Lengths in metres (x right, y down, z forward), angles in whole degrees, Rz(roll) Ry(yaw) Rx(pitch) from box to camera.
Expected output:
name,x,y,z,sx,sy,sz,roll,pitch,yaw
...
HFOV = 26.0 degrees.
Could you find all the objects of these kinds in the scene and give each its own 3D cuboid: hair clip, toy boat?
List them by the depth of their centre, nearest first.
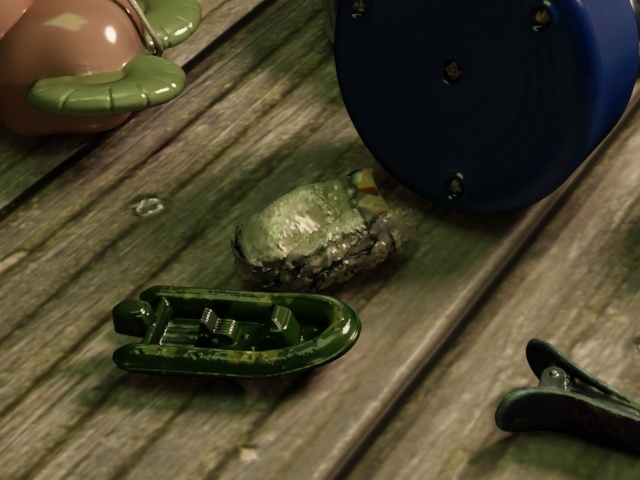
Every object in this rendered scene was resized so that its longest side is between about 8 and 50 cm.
name,x,y,z,sx,sy,sz,roll,pitch,yaw
hair clip,0.269,0.142,1.009,0.275,0.048,0.083,15,41,20
toy boat,-0.070,0.075,1.139,0.210,0.052,0.104,2,36,14

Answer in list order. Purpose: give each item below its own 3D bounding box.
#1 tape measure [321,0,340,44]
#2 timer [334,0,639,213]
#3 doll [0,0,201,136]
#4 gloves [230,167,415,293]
name,x,y,z,sx,sy,sz,roll,pitch,yaw
tape measure,0.113,-0.286,1.520,0.246,0.125,0.243,27,49,36
timer,0.224,-0.208,1.330,0.270,0.270,0.383,20,32,32
doll,-0.263,-0.216,1.425,0.268,0.216,0.284,0,35,0
gloves,0.000,0.002,1.209,0.153,0.070,0.114,-21,45,-16
